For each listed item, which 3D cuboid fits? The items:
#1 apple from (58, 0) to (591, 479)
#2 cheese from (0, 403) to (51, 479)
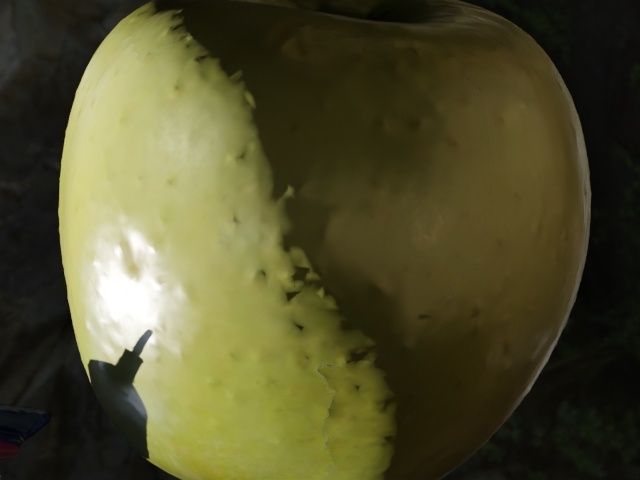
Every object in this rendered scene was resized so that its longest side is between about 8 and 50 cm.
[{"bbox_3d":[0.000,0.000,1.038,0.473,0.474,0.473,52,-158,-31],"label":"apple"},{"bbox_3d":[-0.299,0.183,0.947,0.155,0.244,0.062,16,-133,-47],"label":"cheese"}]
